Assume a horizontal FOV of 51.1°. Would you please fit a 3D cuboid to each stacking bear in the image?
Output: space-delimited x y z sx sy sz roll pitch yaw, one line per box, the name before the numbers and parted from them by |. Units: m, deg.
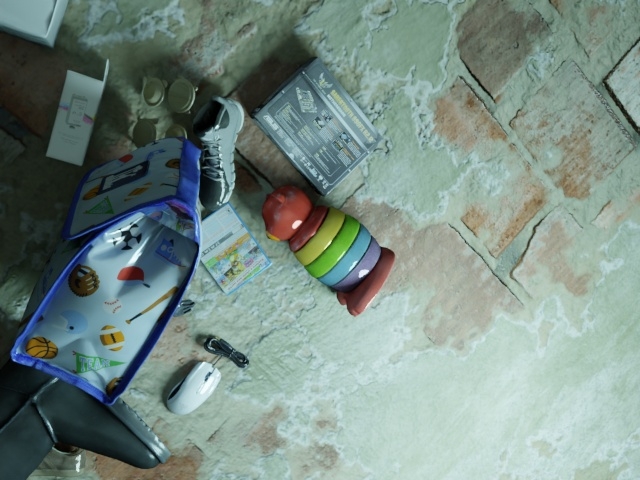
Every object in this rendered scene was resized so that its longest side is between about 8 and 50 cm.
stacking bear | 0.000 0.000 1.405 0.289 0.175 0.164 38 89 -13

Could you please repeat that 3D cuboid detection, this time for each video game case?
video game case | -0.196 0.018 1.414 0.119 0.015 0.166 -36 108 -9

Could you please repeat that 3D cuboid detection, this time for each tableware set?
tableware set | -0.300 -0.240 1.282 0.020 0.141 0.169 -3 109 -59

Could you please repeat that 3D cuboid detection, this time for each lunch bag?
lunch bag | -0.337 0.016 1.161 0.239 0.328 0.385 32 108 -22

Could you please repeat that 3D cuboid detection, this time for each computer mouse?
computer mouse | -0.250 0.302 1.434 0.106 0.042 0.193 41 86 -21

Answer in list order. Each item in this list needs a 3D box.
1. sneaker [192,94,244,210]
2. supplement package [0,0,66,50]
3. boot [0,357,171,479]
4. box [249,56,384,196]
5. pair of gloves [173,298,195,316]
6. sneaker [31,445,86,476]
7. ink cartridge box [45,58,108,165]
sneaker | -0.219 -0.175 1.301 0.086 0.132 0.229 9 92 13
supplement package | -0.504 -0.448 1.130 0.149 0.203 0.194 16 94 -20
boot | -0.560 0.443 1.242 0.367 0.146 0.445 42 69 -1
box | -0.006 -0.237 1.406 0.183 0.056 0.231 -45 110 -6
pair of gloves | -0.306 0.120 1.400 0.074 0.010 0.083 -20 106 -13
sneaker | -0.575 0.439 1.356 0.188 0.066 0.071 8 78 -21
ink cartridge box | -0.445 -0.244 1.233 0.067 0.115 0.198 16 94 -19
